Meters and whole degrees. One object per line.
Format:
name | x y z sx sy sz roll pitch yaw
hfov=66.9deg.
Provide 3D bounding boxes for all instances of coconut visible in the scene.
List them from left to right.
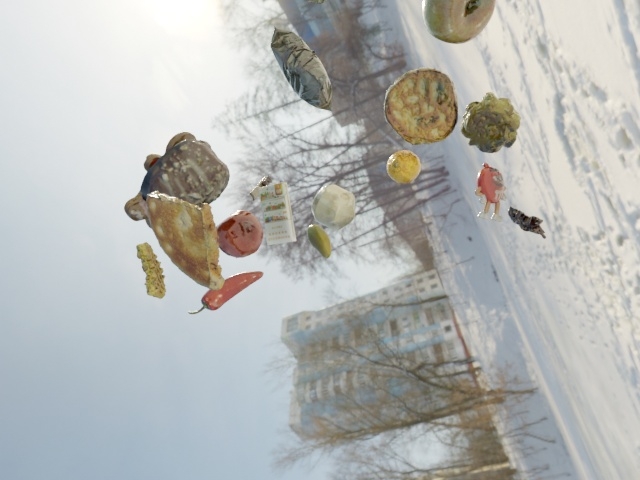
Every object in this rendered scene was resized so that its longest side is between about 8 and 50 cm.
coconut | 0.060 -0.124 1.825 0.162 0.161 0.161 27 -172 14

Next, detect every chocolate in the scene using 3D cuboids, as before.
chocolate | -0.493 -0.216 1.851 0.210 0.340 0.225 41 165 16

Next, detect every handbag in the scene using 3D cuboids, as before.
handbag | -0.057 -0.525 1.474 0.270 0.117 0.182 53 -177 14

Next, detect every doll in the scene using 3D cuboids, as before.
doll | 0.638 -0.182 1.800 0.183 0.085 0.217 5 -95 -39

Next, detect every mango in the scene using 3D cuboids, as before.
mango | 0.000 -0.004 2.504 0.086 0.122 0.191 -24 -118 -37

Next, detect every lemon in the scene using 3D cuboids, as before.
lemon | 0.349 -0.310 2.038 0.187 0.142 0.142 -13 -98 -61

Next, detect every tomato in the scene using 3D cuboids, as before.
tomato | -0.326 -0.034 2.068 0.199 0.112 0.228 47 -124 -10

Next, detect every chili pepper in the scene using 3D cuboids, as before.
chili pepper | -0.304 0.162 1.559 0.071 0.272 0.063 58 154 -2

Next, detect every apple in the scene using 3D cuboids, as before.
apple | 0.458 -0.786 1.608 0.260 0.261 0.194 56 179 -41

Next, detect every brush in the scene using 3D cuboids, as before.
brush | -0.268 -0.244 2.210 0.043 0.036 0.248 55 -157 -14

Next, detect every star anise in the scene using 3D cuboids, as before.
star anise | 0.893 -0.067 2.057 0.234 0.073 0.177 29 -175 -1

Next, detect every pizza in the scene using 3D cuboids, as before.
pizza | -0.353 -0.020 1.333 0.335 0.226 0.086 52 -148 5

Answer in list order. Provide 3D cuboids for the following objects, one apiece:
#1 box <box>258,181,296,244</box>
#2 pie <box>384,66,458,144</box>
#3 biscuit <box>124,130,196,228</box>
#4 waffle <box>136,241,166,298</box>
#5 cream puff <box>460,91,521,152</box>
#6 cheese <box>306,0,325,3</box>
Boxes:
box | -0.162 -0.098 1.808 0.032 0.122 0.220 -10 -88 -60
pie | 0.409 -0.536 1.938 0.092 0.315 0.315 -79 -34 -65
biscuit | -0.628 -0.251 1.997 0.064 0.432 0.283 28 176 22
waffle | -0.582 0.105 1.658 0.149 0.051 0.194 70 -177 -70
cream puff | 0.705 -0.485 1.997 0.244 0.244 0.196 52 -147 -47
cheese | -0.006 -0.816 1.524 0.037 0.097 0.192 97 -174 -57
